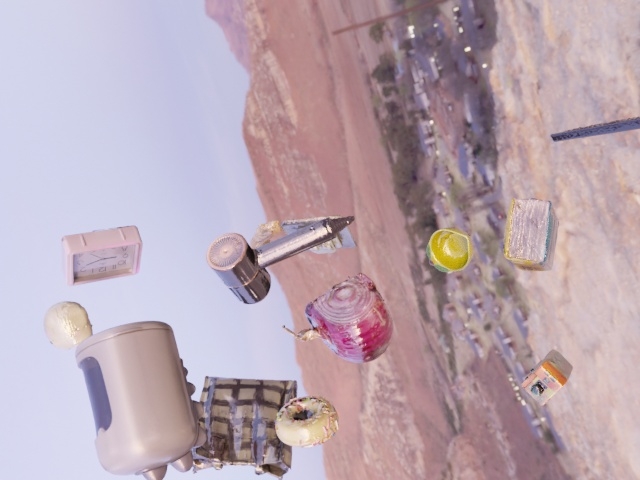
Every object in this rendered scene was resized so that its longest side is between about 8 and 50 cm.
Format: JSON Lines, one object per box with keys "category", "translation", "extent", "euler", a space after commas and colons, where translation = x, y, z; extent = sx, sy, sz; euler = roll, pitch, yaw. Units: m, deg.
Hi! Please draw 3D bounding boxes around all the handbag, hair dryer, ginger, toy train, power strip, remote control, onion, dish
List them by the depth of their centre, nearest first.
{"category": "remote control", "translation": [0.633, -0.252, 1.366], "extent": [0.245, 0.063, 0.025], "euler": [1, 110, 60]}
{"category": "toy train", "translation": [0.537, 0.324, 1.442], "extent": [0.072, 0.099, 0.188], "euler": [48, -160, 18]}
{"category": "hair dryer", "translation": [-0.075, 0.028, 1.457], "extent": [0.189, 0.352, 0.107], "euler": [64, -174, -52]}
{"category": "onion", "translation": [0.099, 0.247, 1.771], "extent": [0.230, 0.272, 0.256], "euler": [46, -172, 30]}
{"category": "ginger", "translation": [-0.191, 0.048, 1.852], "extent": [0.075, 0.089, 0.288], "euler": [57, 134, 40]}
{"category": "power strip", "translation": [0.000, 0.000, 1.873], "extent": [0.213, 0.198, 0.065], "euler": [53, -146, -60]}
{"category": "handbag", "translation": [-0.244, 0.592, 1.964], "extent": [0.327, 0.325, 0.163], "euler": [-86, -2, -54]}
{"category": "dish", "translation": [0.436, 0.021, 1.990], "extent": [0.149, 0.080, 0.207], "euler": [57, 146, 6]}

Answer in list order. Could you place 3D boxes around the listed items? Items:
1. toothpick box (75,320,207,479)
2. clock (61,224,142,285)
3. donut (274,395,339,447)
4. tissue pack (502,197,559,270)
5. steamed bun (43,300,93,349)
{"category": "toothpick box", "translation": [-0.368, 0.345, 1.283], "extent": [0.229, 0.228, 0.317], "euler": [70, 179, -71]}
{"category": "clock", "translation": [-0.586, 0.041, 1.639], "extent": [0.063, 0.197, 0.150], "euler": [60, 145, 31]}
{"category": "donut", "translation": [-0.037, 0.463, 1.580], "extent": [0.175, 0.174, 0.068], "euler": [-111, 7, -69]}
{"category": "tissue pack", "translation": [0.643, -0.012, 1.862], "extent": [0.271, 0.133, 0.192], "euler": [21, -103, -63]}
{"category": "steamed bun", "translation": [-0.605, 0.201, 1.444], "extent": [0.129, 0.090, 0.113], "euler": [1, 109, 47]}
